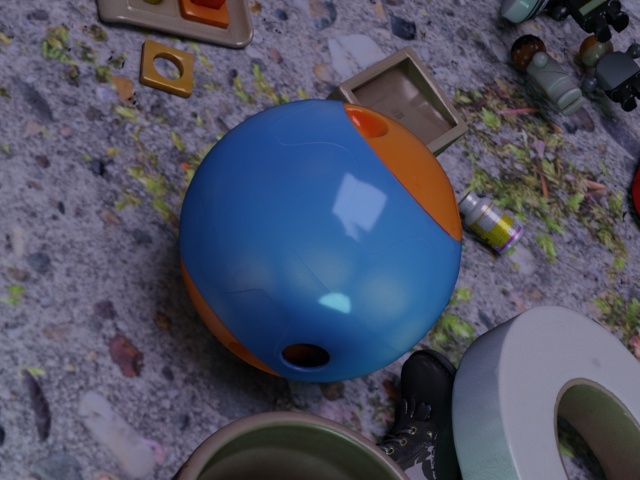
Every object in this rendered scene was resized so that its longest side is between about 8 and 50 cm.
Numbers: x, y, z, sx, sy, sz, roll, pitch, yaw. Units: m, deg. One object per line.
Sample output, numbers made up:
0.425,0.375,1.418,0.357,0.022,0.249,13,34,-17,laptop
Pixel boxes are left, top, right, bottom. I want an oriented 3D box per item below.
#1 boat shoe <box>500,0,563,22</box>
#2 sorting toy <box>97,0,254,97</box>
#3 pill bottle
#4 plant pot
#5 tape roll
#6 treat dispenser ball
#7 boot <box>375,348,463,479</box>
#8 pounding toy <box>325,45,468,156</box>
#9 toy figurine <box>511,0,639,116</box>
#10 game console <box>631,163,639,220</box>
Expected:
0.350,-0.381,2.110,0.102,0.108,0.301,39,40,-3,boat shoe
-0.176,-0.325,1.760,0.196,0.047,0.347,5,57,-30,sorting toy
0.207,-0.024,1.804,0.083,0.043,0.043,41,46,-2,pill bottle
-0.056,0.310,1.274,0.263,0.229,0.263,17,53,-23,plant pot
0.291,0.254,1.578,0.392,0.072,0.392,32,41,-33,tape roll
0.000,0.000,1.485,0.288,0.288,0.288,17,52,-23,treat dispenser ball
0.049,0.222,1.500,0.229,0.091,0.262,10,57,-29,boot
0.069,-0.100,1.741,0.206,0.094,0.181,-33,86,-33,pounding toy
0.375,-0.285,1.984,0.213,0.209,0.148,-10,51,-32,toy figurine
0.623,-0.036,2.087,0.387,0.060,0.342,37,42,-7,game console
